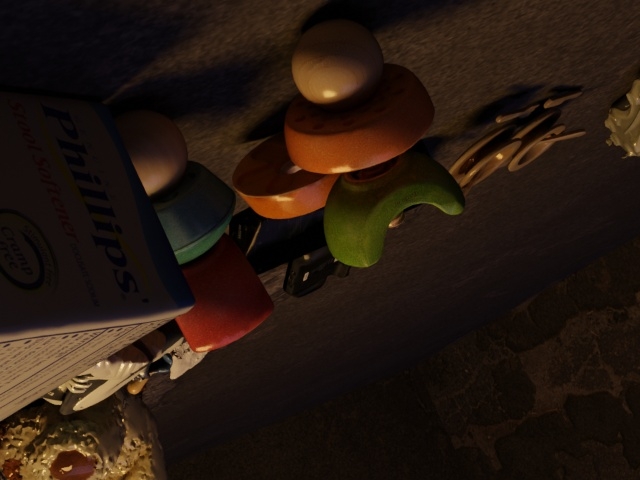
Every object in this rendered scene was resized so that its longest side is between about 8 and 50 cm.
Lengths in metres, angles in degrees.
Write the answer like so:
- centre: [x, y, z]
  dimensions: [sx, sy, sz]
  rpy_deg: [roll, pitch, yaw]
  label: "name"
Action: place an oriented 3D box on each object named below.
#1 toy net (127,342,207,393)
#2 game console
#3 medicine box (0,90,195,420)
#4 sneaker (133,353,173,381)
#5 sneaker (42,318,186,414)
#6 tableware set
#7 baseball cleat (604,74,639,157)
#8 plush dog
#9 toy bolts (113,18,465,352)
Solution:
- centre: [-0.219, 0.133, 1.521]
  dimensions: [0.232, 0.045, 0.122]
  rpy_deg: [-15, 136, -52]
  label: "toy net"
- centre: [0.000, 0.000, 1.353]
  dimensions: [0.213, 0.044, 0.361]
  rpy_deg: [-23, 167, -11]
  label: "game console"
- centre: [-0.267, 0.040, 0.686]
  dimensions: [0.263, 0.149, 0.289]
  rpy_deg: [-30, 168, 25]
  label: "medicine box"
- centre: [-0.218, 0.132, 1.400]
  dimensions: [0.135, 0.058, 0.052]
  rpy_deg: [-1, 114, -54]
  label: "sneaker"
- centre: [-0.205, 0.093, 1.004]
  dimensions: [0.153, 0.094, 0.235]
  rpy_deg: [-37, 178, 18]
  label: "sneaker"
- centre: [0.197, -0.088, 1.266]
  dimensions: [0.194, 0.039, 0.128]
  rpy_deg: [-21, 160, -52]
  label: "tableware set"
- centre: [0.389, -0.154, 1.405]
  dimensions: [0.109, 0.072, 0.206]
  rpy_deg: [-31, 173, -3]
  label: "baseball cleat"
- centre: [-0.334, 0.266, 1.633]
  dimensions: [0.225, 0.210, 0.262]
  rpy_deg: [-14, 144, 18]
  label: "plush dog"
- centre: [-0.052, -0.061, 0.861]
  dimensions: [0.228, 0.158, 0.218]
  rpy_deg: [-32, -149, -14]
  label: "toy bolts"
